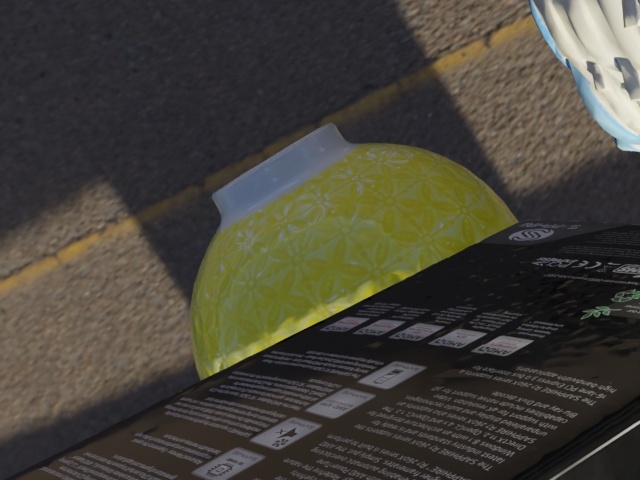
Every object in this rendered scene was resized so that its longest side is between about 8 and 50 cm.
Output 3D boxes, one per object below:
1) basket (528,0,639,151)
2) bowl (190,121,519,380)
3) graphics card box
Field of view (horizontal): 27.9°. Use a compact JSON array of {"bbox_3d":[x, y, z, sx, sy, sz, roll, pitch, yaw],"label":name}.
[{"bbox_3d":[0.155,-0.146,0.365,0.201,0.289,0.255,-33,100,-11],"label":"basket"},{"bbox_3d":[0.000,0.000,1.037,0.289,0.289,0.156,-28,97,29],"label":"bowl"},{"bbox_3d":[0.047,0.095,0.543,0.233,0.371,0.094,3,114,55],"label":"graphics card box"}]
